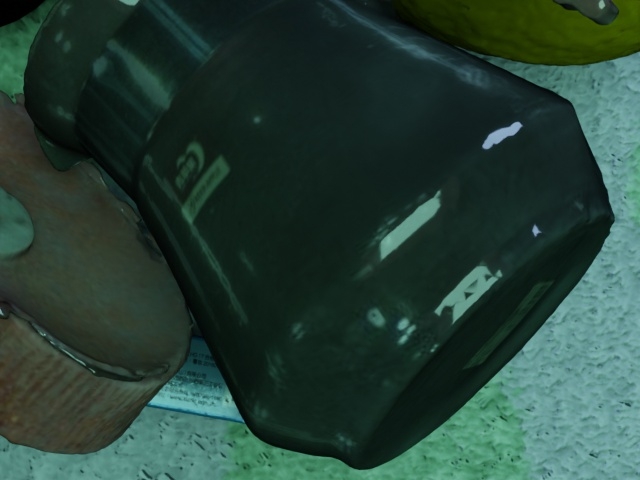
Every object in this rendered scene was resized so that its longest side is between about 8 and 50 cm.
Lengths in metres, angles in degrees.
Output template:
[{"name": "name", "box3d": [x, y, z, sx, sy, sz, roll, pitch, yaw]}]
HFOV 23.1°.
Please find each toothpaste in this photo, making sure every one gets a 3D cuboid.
[{"name": "toothpaste", "box3d": [-0.140, 0.098, 1.250, 0.267, 0.050, 0.065, 11, 87, -14]}]

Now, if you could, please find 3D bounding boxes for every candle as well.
[{"name": "candle", "box3d": [-0.257, 0.007, 1.117, 0.317, 0.287, 0.131, 23, 126, -33]}]

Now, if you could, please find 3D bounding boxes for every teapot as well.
[{"name": "teapot", "box3d": [0.012, -0.080, 1.062, 0.362, 0.305, 0.376, 45, 105, 16]}]

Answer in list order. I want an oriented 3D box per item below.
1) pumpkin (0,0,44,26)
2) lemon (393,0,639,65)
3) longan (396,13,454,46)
[{"name": "pumpkin", "box3d": [-0.275, -0.269, 1.168, 0.233, 0.163, 0.233, 3, 76, -12]}, {"name": "lemon", "box3d": [0.179, -0.289, 1.208, 0.336, 0.336, 0.336, 0, 88, -14]}, {"name": "longan", "box3d": [0.075, -0.162, 1.308, 0.075, 0.075, 0.083, 26, 41, -12]}]
